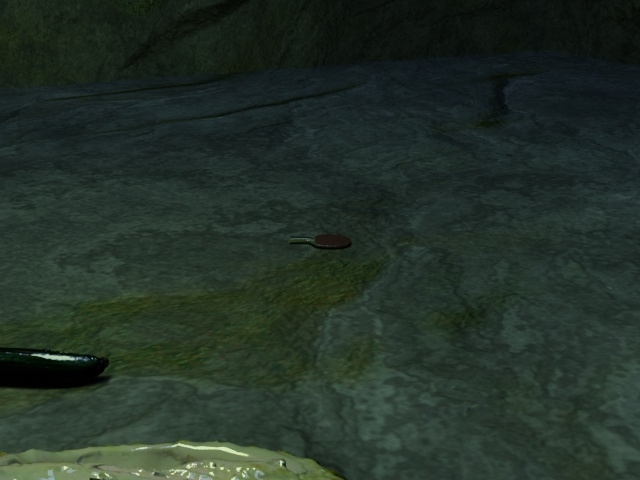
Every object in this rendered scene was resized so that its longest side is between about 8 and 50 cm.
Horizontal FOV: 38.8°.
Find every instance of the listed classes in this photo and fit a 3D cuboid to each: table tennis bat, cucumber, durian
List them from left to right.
[{"bbox_3d":[-0.292,0.116,0.846,0.184,0.036,0.033,0,29,2],"label":"cucumber"},{"bbox_3d":[-0.095,0.181,0.516,0.250,0.137,0.183,0,-13,-28],"label":"durian"},{"bbox_3d":[0.000,0.000,1.229,0.083,0.007,0.050,3,19,2],"label":"table tennis bat"}]
